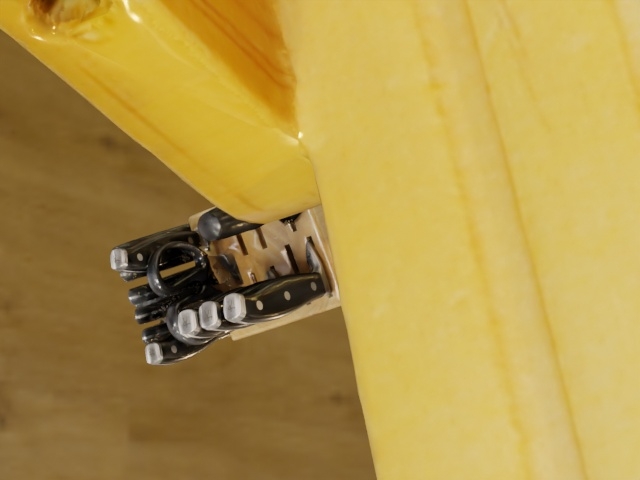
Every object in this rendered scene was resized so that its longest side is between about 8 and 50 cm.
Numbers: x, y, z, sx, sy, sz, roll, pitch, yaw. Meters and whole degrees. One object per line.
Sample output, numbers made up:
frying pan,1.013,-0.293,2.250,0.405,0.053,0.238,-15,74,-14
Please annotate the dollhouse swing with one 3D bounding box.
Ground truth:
dollhouse swing,0.081,-0.073,0.234,0.315,0.346,0.305,41,37,-48

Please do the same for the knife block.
knife block,0.000,0.000,1.207,0.242,0.275,0.088,166,-96,-78
